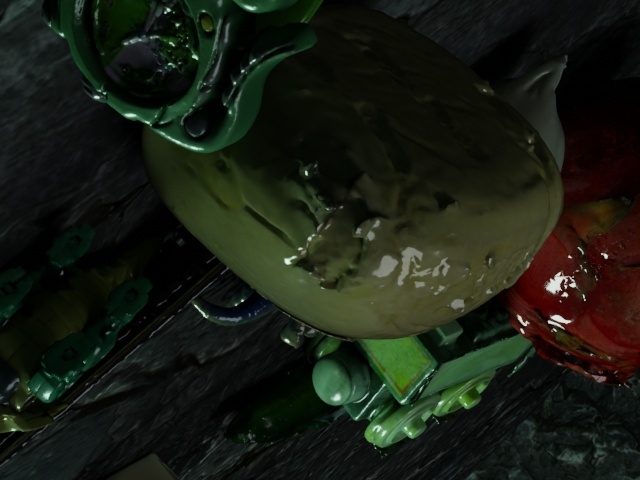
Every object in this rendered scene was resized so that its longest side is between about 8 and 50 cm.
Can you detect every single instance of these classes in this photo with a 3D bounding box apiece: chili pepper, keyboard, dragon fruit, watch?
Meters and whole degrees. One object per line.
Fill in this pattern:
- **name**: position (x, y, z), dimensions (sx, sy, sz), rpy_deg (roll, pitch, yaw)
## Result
- **chili pepper**: position (-0.038, 0.186, 1.679), dimensions (0.108, 0.062, 0.216), rpy_deg (-51, 159, 26)
- **keyboard**: position (-0.167, 0.077, 1.121), dimensions (0.317, 0.027, 0.106), rpy_deg (-42, -162, -3)
- **dragon fruit**: position (0.319, -0.015, 1.580), dimensions (0.301, 0.296, 0.295), rpy_deg (-39, 166, 26)
- **watch**: position (-0.044, -0.132, 0.804), dimensions (0.165, 0.131, 0.152), rpy_deg (-55, 169, 34)

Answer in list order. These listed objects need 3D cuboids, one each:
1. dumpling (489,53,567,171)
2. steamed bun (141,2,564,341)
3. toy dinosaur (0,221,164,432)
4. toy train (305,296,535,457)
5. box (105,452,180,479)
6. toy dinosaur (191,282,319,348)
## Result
- **dumpling**: position (0.143, -0.067, 1.371), dimensions (0.229, 0.124, 0.151), rpy_deg (-50, -174, -15)
- **steamed bun**: position (0.017, -0.030, 0.989), dimensions (0.273, 0.232, 0.166), rpy_deg (-19, 148, -54)
- **toy dinosaur**: position (-0.170, 0.051, 1.025), dimensions (0.259, 0.094, 0.153), rpy_deg (-45, -179, -40)
- **toy train**: position (0.113, 0.106, 1.655), dimensions (0.271, 0.159, 0.188), rpy_deg (-14, 149, -48)
- **box**: position (-0.233, 0.332, 1.549), dimensions (0.168, 0.095, 0.212), rpy_deg (-27, 158, -46)
- **toy dinosaur**: position (0.000, 0.000, 1.347), dimensions (0.247, 0.075, 0.188), rpy_deg (-4, 130, -55)
